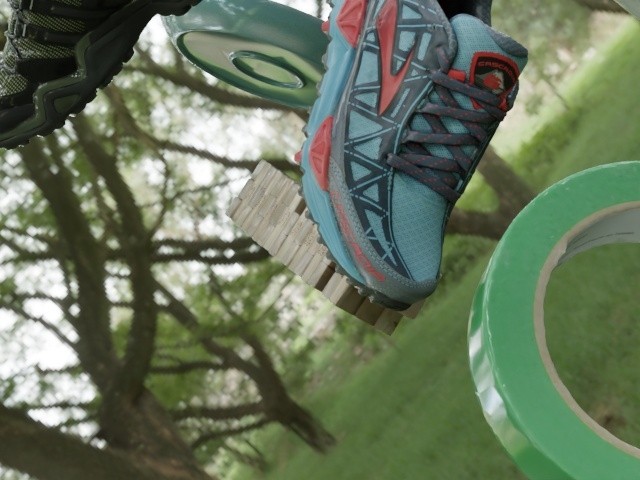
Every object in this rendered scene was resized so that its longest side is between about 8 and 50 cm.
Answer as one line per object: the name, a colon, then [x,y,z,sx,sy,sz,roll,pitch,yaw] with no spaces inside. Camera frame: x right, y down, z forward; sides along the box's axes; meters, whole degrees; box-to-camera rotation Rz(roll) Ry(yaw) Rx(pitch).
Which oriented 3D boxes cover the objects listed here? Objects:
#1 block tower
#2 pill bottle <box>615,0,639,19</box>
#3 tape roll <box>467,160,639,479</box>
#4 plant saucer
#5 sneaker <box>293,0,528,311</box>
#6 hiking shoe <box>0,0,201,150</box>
block tower: [0.000,0.000,1.262,0.091,0.097,0.335,-57,33,2]
pill bottle: [0.377,-0.288,0.710,0.392,0.224,0.224,-52,-9,15]
tape roll: [0.290,0.088,0.912,0.321,0.321,0.077,-46,-14,-21]
plant saucer: [-0.063,-0.233,1.372,0.317,0.318,0.043,80,-152,-80]
sneaker: [0.063,-0.089,0.652,0.125,0.261,0.104,-14,-25,42]
hiking shoe: [-0.157,-0.153,0.647,0.227,0.114,0.086,-41,25,8]
